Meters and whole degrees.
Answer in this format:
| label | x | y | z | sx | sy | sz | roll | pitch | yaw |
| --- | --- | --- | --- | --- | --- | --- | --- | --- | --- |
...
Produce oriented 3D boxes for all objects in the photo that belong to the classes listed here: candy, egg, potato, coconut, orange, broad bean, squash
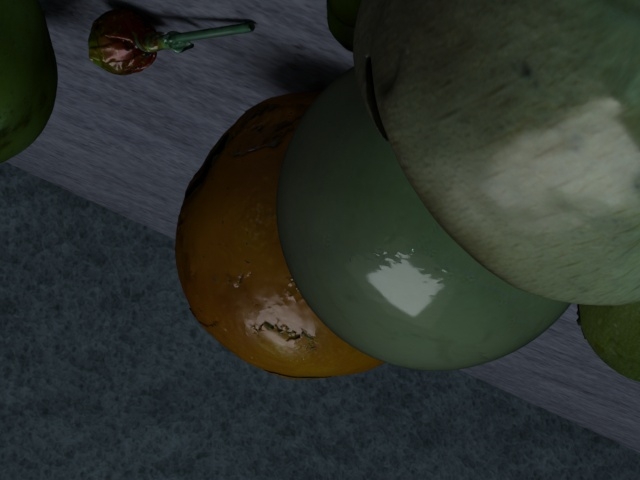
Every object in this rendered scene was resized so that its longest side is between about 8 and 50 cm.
| label | x | y | z | sx | sy | sz | roll | pitch | yaw |
| --- | --- | --- | --- | --- | --- | --- | --- | --- | --- |
| candy | -0.121 | -0.168 | 1.246 | 0.201 | 0.060 | 0.060 | 3 | 159 | 46 |
| egg | 0.079 | -0.022 | 1.015 | 0.219 | 0.219 | 0.269 | 22 | 178 | 6 |
| potato | -0.334 | -0.157 | 1.313 | 0.216 | 0.216 | 0.304 | 24 | 169 | -8 |
| coconut | 0.119 | -0.078 | 0.652 | 0.224 | 0.224 | 0.224 | 22 | 172 | 3 |
| orange | 0.000 | 0.000 | 1.273 | 0.246 | 0.246 | 0.246 | 22 | 172 | 3 |
| broad bean | 0.037 | -0.149 | 0.910 | 0.065 | 0.046 | 0.254 | 17 | 174 | -7 |
| squash | 0.273 | 0.004 | 1.113 | 0.137 | 0.137 | 0.287 | 22 | 160 | 7 |
